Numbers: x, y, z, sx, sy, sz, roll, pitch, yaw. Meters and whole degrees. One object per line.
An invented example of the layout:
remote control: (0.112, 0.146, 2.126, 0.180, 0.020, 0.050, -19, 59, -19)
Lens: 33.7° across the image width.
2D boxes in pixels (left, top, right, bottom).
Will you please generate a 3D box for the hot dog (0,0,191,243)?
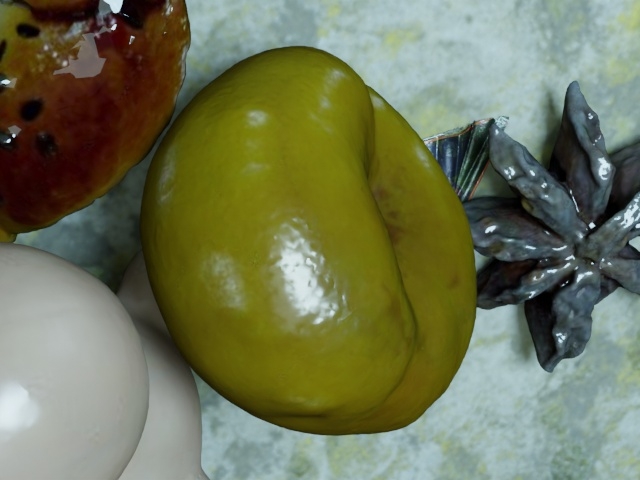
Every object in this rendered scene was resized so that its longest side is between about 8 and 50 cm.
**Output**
hot dog: (-0.268, -0.149, 0.611, 0.367, 0.196, 0.365, -24, 112, 2)

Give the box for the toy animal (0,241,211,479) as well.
toy animal: (-0.180, 0.109, 0.645, 0.269, 0.326, 0.237, -5, 71, -26)

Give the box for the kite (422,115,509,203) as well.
kite: (0.032, -0.024, 0.782, 0.241, 0.014, 0.183, -14, 107, -3)

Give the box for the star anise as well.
star anise: (0.198, -0.015, 0.769, 0.209, 0.089, 0.231, 26, 113, -23)

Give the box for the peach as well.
peach: (0.000, 0.000, 0.664, 0.153, 0.251, 0.251, -11, 112, 34)
